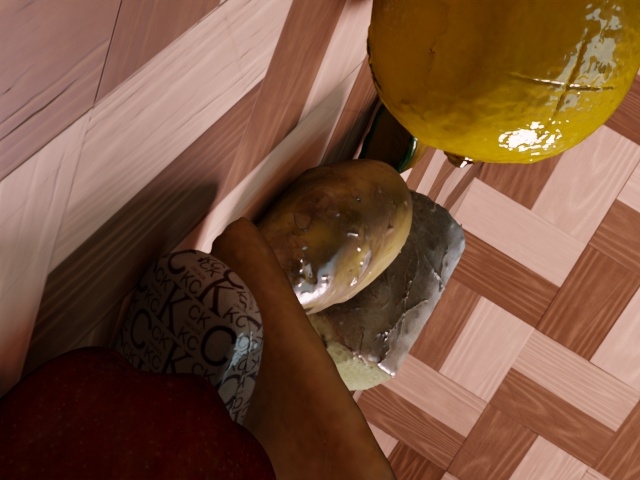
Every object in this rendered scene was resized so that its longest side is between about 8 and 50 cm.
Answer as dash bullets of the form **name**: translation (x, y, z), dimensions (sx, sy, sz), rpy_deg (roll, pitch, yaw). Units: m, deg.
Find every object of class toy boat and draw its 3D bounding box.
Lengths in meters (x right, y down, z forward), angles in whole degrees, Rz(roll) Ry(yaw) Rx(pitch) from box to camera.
- **toy boat**: translation (0.088, -0.133, 1.915), dimensions (0.088, 0.089, 0.229), rpy_deg (-10, 144, -26)

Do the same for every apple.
- **apple**: translation (-0.176, 0.251, 1.110), dimensions (0.288, 0.288, 0.317), rpy_deg (101, 9, -67)

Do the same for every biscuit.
- **biscuit**: translation (-0.082, 0.279, 1.444), dimensions (0.104, 0.446, 0.429), rpy_deg (-7, 148, -44)

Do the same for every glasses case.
- **glasses case**: translation (-0.143, 0.172, 1.360), dimensions (0.085, 0.137, 0.355), rpy_deg (-11, 130, -44)

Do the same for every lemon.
- **lemon**: translation (0.187, -0.223, 1.470), dimensions (0.297, 0.297, 0.297), rpy_deg (-56, 171, -13)

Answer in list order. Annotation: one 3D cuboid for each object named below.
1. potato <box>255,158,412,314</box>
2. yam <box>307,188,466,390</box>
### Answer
- **potato**: translation (0.000, 0.000, 1.659), dimensions (0.191, 0.141, 0.296), rpy_deg (-51, 172, 29)
- **yam**: translation (0.044, 0.064, 1.889), dimensions (0.202, 0.201, 0.271), rpy_deg (-37, -155, 53)
